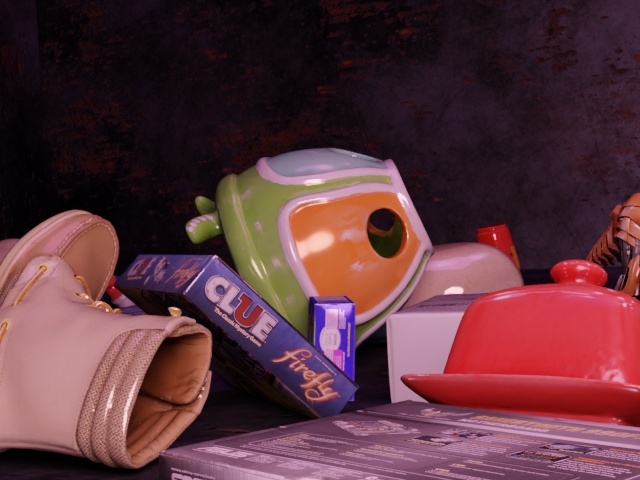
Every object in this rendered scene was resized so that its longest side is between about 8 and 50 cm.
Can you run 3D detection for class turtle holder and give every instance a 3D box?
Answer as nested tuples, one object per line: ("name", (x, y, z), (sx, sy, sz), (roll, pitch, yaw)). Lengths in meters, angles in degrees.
("turtle holder", (0.006, 0.015, 1.225), (0.228, 0.243, 0.320), (-26, -17, 5))

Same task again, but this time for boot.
("boot", (-0.167, 0.067, 0.822), (0.204, 0.095, 0.262), (-2, 34, 24))

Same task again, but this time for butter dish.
("butter dish", (0.155, 0.069, 0.667), (0.160, 0.118, 0.160), (-1, -25, 34))

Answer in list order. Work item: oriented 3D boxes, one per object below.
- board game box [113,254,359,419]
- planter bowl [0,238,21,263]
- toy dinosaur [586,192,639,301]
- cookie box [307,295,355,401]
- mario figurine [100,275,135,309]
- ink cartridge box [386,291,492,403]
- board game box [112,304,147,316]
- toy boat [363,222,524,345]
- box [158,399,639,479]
("board game box", (-0.084, 0.080, 0.950), (0.165, 0.042, 0.243), (44, -16, -18))
("planter bowl", (-0.354, 0.094, 1.221), (0.162, 0.162, 0.109), (-2, 27, 29))
("toy dinosaur", (0.319, 0.023, 0.923), (0.164, 0.218, 0.322), (-3, 1, 10))
("cookie box", (0.009, 0.100, 1.016), (0.040, 0.091, 0.107), (1, 0, -3))
("mario figurine", (-0.442, 0.115, 1.900), (0.198, 0.170, 0.320), (-38, -12, 1))
("ink cartridge box", (0.157, 0.095, 0.960), (0.153, 0.086, 0.208), (-3, 2, 18))
("board game box", (-0.198, 0.118, 1.331), (0.194, 0.060, 0.194), (1, 4, 41))
("toy boat", (0.175, 0.073, 1.401), (0.268, 0.148, 0.318), (-9, 4, 41))
("box", (0.062, 0.123, 0.504), (0.183, 0.056, 0.231), (-2, 0, -42))
